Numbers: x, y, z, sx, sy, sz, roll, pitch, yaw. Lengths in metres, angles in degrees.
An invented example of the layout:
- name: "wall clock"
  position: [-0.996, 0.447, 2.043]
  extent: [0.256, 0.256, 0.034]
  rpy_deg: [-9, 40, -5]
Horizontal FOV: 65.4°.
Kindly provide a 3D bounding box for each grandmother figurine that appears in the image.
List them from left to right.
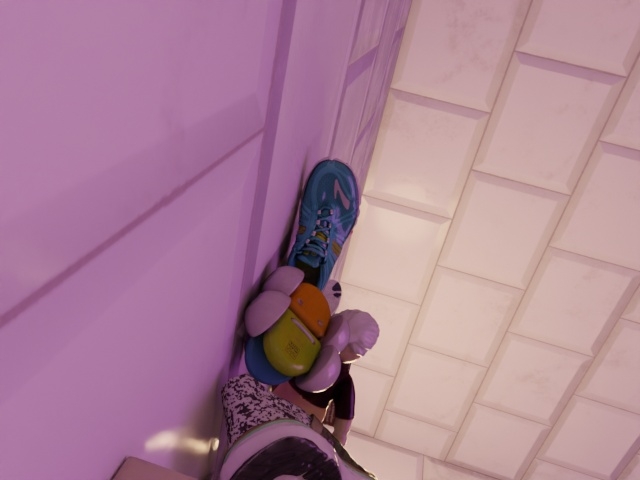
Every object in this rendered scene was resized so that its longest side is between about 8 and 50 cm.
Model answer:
- name: "grandmother figurine"
  position: [-0.024, 0.258, 0.862]
  extent: [0.342, 0.207, 0.104]
  rpy_deg: [-53, 172, 5]

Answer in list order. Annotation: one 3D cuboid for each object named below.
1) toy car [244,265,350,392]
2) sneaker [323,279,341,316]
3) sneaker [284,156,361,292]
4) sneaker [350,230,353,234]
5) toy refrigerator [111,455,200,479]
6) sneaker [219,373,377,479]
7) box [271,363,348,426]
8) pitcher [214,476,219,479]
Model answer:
- name: "toy car"
  position: [-0.052, 0.141, 0.740]
  extent: [0.136, 0.159, 0.182]
  rpy_deg: [-36, -168, 25]
- name: "sneaker"
  position: [-0.003, 0.232, 1.503]
  extent: [0.153, 0.093, 0.235]
  rpy_deg: [75, 31, -80]
- name: "sneaker"
  position: [0.000, 0.000, 0.838]
  extent: [0.110, 0.106, 0.276]
  rpy_deg: [-69, 173, -74]
- name: "sneaker"
  position: [0.013, -0.009, 0.962]
  extent: [0.081, 0.094, 0.209]
  rpy_deg: [-18, 123, -67]
- name: "toy refrigerator"
  position: [-0.154, 0.291, 0.314]
  extent: [0.270, 0.094, 0.102]
  rpy_deg: [-62, 167, -60]
- name: "sneaker"
  position: [-0.022, 0.313, 0.723]
  extent: [0.182, 0.158, 0.410]
  rpy_deg: [56, -6, 45]
- name: "box"
  position: [-0.012, 0.307, 1.226]
  extent: [0.203, 0.166, 0.169]
  rpy_deg: [-63, 164, -63]
- name: "pitcher"
  position: [-0.105, 0.441, 0.764]
  extent: [0.126, 0.177, 0.207]
  rpy_deg: [-117, -151, -47]
